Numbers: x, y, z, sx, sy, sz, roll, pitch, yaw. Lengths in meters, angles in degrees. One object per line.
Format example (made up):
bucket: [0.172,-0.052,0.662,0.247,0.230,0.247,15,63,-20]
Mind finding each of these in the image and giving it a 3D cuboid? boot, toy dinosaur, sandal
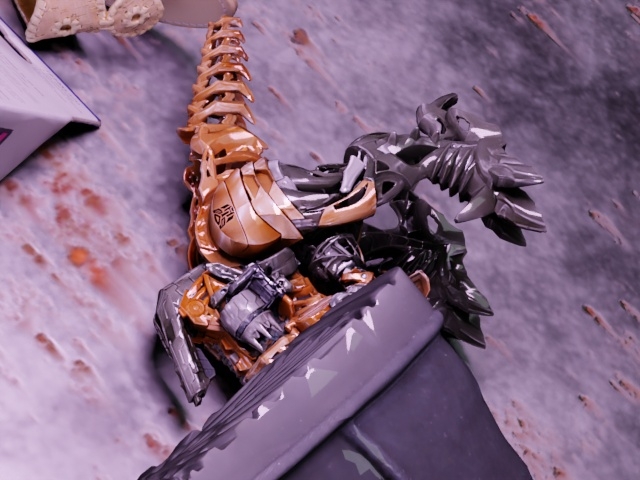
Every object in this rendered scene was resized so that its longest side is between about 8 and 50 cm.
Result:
boot: [0.057,0.288,0.944,0.367,0.146,0.445,-40,94,-25]
toy dinosaur: [0.000,0.000,1.143,0.218,0.164,0.322,-11,82,-20]
sandal: [-0.177,-0.161,1.221,0.240,0.088,0.079,25,64,-4]

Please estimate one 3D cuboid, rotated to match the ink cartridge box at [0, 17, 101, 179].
ink cartridge box: [-0.248,-0.114,1.047,0.176,0.069,0.371,45,10,9]
